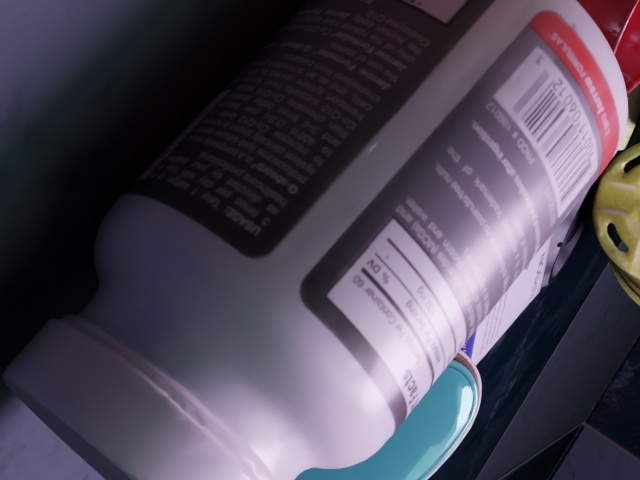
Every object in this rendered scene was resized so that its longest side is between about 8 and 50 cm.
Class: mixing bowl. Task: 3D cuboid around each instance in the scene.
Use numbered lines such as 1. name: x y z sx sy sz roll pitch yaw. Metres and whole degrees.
1. mixing bowl: 0.278 -0.234 1.116 0.181 0.098 0.181 -44 155 -27

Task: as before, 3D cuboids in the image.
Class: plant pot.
1. plant pot: 0.473 -0.026 1.562 0.276 0.276 0.254 -60 153 10

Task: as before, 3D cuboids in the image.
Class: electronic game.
1. electronic game: 0.321 -0.036 1.565 0.229 0.048 0.229 -54 161 -28

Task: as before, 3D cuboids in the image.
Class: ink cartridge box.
1. ink cartridge box: 0.167 0.023 1.183 0.224 0.045 0.223 -41 147 -39

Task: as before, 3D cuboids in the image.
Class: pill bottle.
1. pill bottle: 0.000 0.000 0.711 0.363 0.210 0.210 -48 158 -17

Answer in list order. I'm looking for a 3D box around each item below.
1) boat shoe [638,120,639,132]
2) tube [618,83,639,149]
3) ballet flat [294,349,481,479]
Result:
1. boat shoe: 0.473 -0.191 1.506 0.341 0.110 0.122 -54 163 -59
2. tube: 0.383 -0.225 1.418 0.062 0.070 0.240 11 114 -23
3. ballet flat: -0.042 0.216 1.022 0.400 0.139 0.139 -41 157 -7
